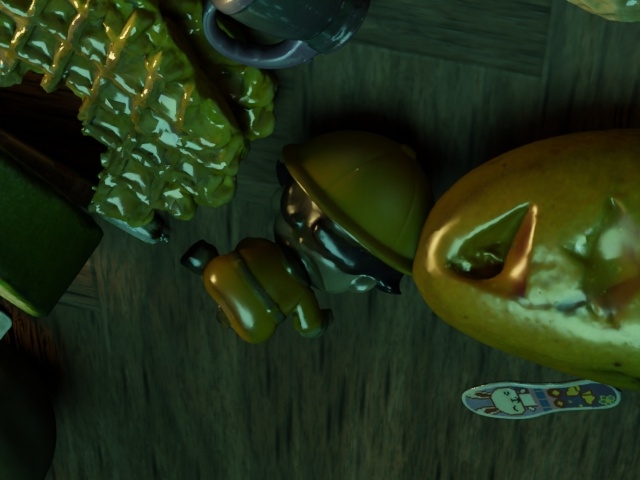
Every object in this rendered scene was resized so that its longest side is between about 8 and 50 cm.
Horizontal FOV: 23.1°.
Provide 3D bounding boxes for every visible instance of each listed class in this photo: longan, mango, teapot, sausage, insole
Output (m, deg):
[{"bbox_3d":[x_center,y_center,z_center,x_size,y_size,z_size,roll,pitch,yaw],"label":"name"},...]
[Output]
[{"bbox_3d":[-0.499,0.251,1.998,0.319,0.319,0.319,11,136,11],"label":"longan"},{"bbox_3d":[0.271,0.019,1.507,0.365,0.182,0.253,0,95,12],"label":"mango"},{"bbox_3d":[-0.031,-0.223,1.460,0.146,0.116,0.148,31,93,-28],"label":"teapot"},{"bbox_3d":[-0.289,-0.068,1.786,0.269,0.033,0.033,31,136,-10],"label":"sausage"},{"bbox_3d":[0.259,0.187,1.847,0.197,0.004,0.065,-6,130,27],"label":"insole"}]

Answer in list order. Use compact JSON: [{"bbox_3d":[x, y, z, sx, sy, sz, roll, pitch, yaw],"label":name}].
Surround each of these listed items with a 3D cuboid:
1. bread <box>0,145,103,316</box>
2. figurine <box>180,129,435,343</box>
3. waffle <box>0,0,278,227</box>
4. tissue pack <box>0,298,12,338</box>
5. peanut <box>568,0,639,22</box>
[{"bbox_3d":[-0.410,-0.065,1.689,0.366,0.129,0.382,29,168,26],"label":"bread"},{"bbox_3d":[0.001,-0.001,1.583,0.192,0.257,0.167,48,164,-2],"label":"figurine"},{"bbox_3d":[-0.208,-0.166,1.573,0.261,0.151,0.324,-24,125,33],"label":"waffle"},{"bbox_3d":[-0.443,0.072,1.887,0.103,0.090,0.170,47,174,-28],"label":"tissue pack"},{"bbox_3d":[0.201,-0.292,1.298,0.298,0.120,0.136,42,177,-23],"label":"peanut"}]
